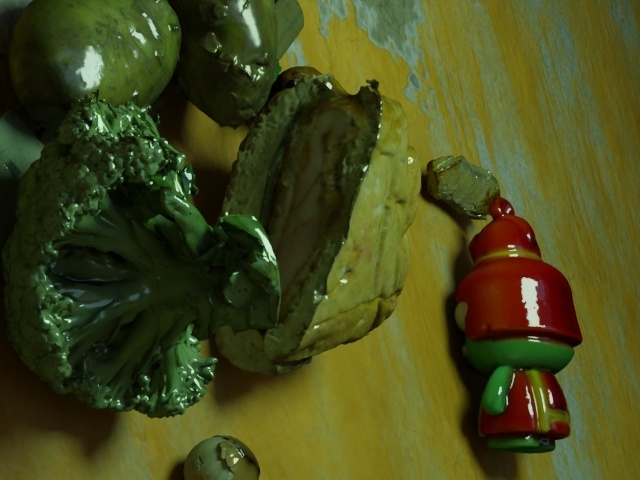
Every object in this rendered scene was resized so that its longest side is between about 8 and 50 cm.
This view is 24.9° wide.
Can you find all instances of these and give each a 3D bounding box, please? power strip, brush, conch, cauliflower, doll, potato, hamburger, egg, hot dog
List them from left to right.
[{"bbox_3d":[-0.296,-0.040,1.284,0.080,0.029,0.227,55,34,-22],"label":"power strip"},{"bbox_3d":[-0.222,-0.179,1.406,0.149,0.113,0.251,61,36,-15],"label":"potato"},{"bbox_3d":[-0.144,0.016,1.263,0.275,0.250,0.272,33,63,-71],"label":"cauliflower"},{"bbox_3d":[-0.118,-0.258,1.575,0.192,0.141,0.296,88,-11,-60],"label":"potato"},{"bbox_3d":[-0.095,0.229,1.422,0.083,0.071,0.071,53,33,-50],"label":"egg"},{"bbox_3d":[-0.066,-0.229,1.755,0.054,0.048,0.282,61,30,-22],"label":"brush"},{"bbox_3d":[-0.018,-0.162,1.727,0.086,0.080,0.233,18,12,-10],"label":"conch"},{"bbox_3d":[0.003,0.001,1.595,0.209,0.162,0.330,34,69,-60],"label":"hamburger"},{"bbox_3d":[0.197,-0.083,2.079,0.169,0.061,0.078,31,91,-46],"label":"hot dog"},{"bbox_3d":[0.272,0.110,1.998,0.182,0.160,0.363,16,60,-47],"label":"doll"}]
